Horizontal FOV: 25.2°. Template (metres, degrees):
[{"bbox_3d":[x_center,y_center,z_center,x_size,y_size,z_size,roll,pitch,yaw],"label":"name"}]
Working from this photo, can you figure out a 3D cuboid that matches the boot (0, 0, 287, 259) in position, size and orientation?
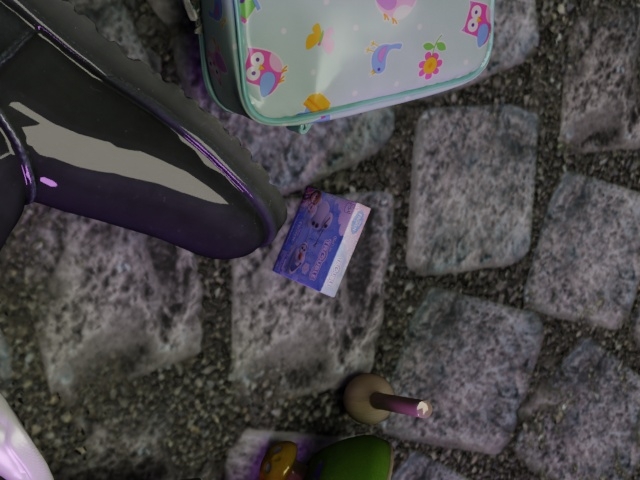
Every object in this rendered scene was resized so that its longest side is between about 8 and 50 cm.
[{"bbox_3d":[-0.279,0.039,1.088,0.367,0.146,0.445,39,67,-14],"label":"boot"}]

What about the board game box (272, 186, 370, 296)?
[{"bbox_3d":[0.000,0.000,1.353,0.020,0.090,0.090,23,88,-35],"label":"board game box"}]

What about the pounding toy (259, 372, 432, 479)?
[{"bbox_3d":[-0.009,0.228,1.382,0.110,0.183,0.236,29,85,-9],"label":"pounding toy"}]

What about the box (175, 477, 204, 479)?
[{"bbox_3d":[-0.203,0.305,1.293,0.191,0.045,0.184,0,125,-34],"label":"box"}]

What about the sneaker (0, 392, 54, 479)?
[{"bbox_3d":[-0.314,0.148,1.202,0.094,0.080,0.212,-40,111,-13],"label":"sneaker"}]

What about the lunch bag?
[{"bbox_3d":[0.017,-0.216,1.248,0.279,0.108,0.224,-14,115,-25],"label":"lunch bag"}]
